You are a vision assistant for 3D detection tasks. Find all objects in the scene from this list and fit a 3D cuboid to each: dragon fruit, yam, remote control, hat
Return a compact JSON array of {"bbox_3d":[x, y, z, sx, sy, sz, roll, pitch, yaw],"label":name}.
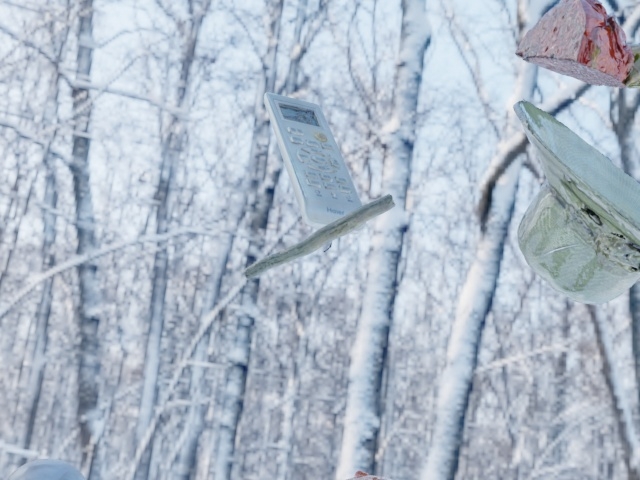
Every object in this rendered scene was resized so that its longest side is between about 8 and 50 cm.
[{"bbox_3d":[0.287,-0.207,1.032,0.106,0.083,0.162,19,4,-15],"label":"dragon fruit"},{"bbox_3d":[-0.001,-0.001,1.368,0.234,0.027,0.029,-28,-37,5],"label":"yam"},{"bbox_3d":[-0.018,-0.122,1.585,0.109,0.313,0.055,9,-50,-27],"label":"remote control"},{"bbox_3d":[0.235,-0.005,0.862,0.252,0.252,0.110,22,-65,-38],"label":"hat"}]

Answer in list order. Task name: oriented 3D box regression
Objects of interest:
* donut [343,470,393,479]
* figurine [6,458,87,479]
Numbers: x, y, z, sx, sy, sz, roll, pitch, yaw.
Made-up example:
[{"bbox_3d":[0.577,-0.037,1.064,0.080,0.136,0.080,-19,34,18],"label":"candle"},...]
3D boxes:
[{"bbox_3d":[0.015,0.250,0.666,0.085,0.233,0.199,42,-71,-15],"label":"donut"},{"bbox_3d":[-0.238,0.208,0.522,0.382,0.186,0.261,41,-63,-7],"label":"figurine"}]
